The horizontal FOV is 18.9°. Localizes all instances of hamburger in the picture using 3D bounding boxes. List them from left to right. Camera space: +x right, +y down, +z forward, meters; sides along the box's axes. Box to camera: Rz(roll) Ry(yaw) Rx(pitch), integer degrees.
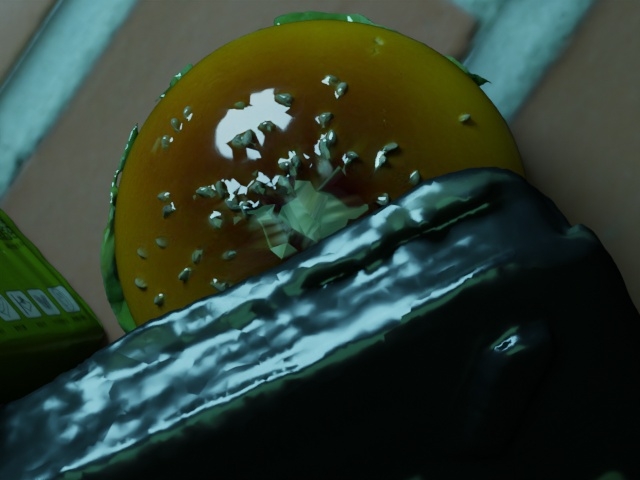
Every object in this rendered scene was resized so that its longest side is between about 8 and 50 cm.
[{"bbox_3d":[0.002,-0.001,1.013,0.246,0.170,0.246,0,88,6],"label":"hamburger"}]

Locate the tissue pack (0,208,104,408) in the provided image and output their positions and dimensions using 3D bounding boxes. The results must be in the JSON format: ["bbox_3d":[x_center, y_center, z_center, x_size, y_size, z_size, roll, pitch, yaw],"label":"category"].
[{"bbox_3d":[-0.257,0.065,0.989,0.200,0.275,0.167,-44,84,5],"label":"tissue pack"}]

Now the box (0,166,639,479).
[{"bbox_3d":[0.022,0.157,0.962,0.350,0.091,0.359,-26,131,7],"label":"box"}]
